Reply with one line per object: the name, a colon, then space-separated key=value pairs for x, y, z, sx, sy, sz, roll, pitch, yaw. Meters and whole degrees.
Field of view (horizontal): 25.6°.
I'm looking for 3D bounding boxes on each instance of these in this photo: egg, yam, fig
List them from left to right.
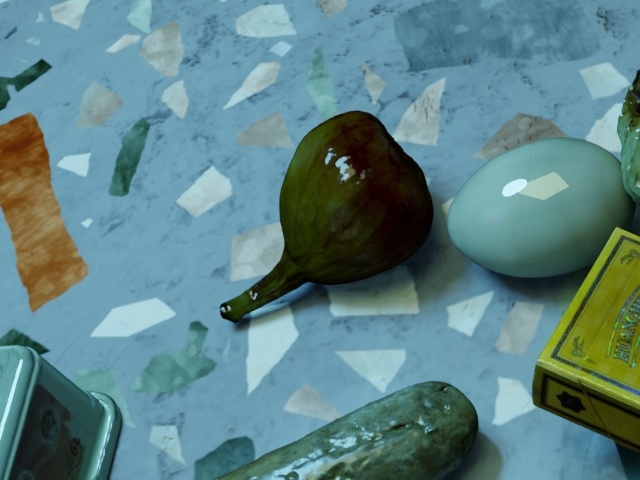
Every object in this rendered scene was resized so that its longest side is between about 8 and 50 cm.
fig: x=0.008 y=-0.018 z=1.661 sx=0.290 sy=0.191 sz=0.190 roll=-44 pitch=38 yaw=38
yam: x=0.013 y=0.248 z=1.456 sx=0.330 sy=0.133 sz=0.133 roll=-29 pitch=49 yaw=-4
egg: x=0.241 y=-0.034 z=1.548 sx=0.209 sy=0.151 sz=0.151 roll=-11 pitch=52 yaw=17

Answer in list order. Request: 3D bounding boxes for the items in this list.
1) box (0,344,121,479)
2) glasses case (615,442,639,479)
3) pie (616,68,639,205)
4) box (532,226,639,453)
box: x=-0.360 y=0.272 z=1.563 sx=0.175 sy=0.182 sz=0.311 roll=-5 pitch=54 yaw=20
glasses case: x=0.345 y=0.196 z=1.393 sx=0.105 sy=0.056 sz=0.266 roll=-19 pitch=50 yaw=9
pie: x=0.507 y=-0.108 z=1.444 sx=0.395 sy=0.180 sz=0.418 roll=8 pitch=60 yaw=10
box: x=0.379 y=0.128 z=1.348 sx=0.302 sy=0.084 sz=0.193 roll=23 pitch=55 yaw=20
